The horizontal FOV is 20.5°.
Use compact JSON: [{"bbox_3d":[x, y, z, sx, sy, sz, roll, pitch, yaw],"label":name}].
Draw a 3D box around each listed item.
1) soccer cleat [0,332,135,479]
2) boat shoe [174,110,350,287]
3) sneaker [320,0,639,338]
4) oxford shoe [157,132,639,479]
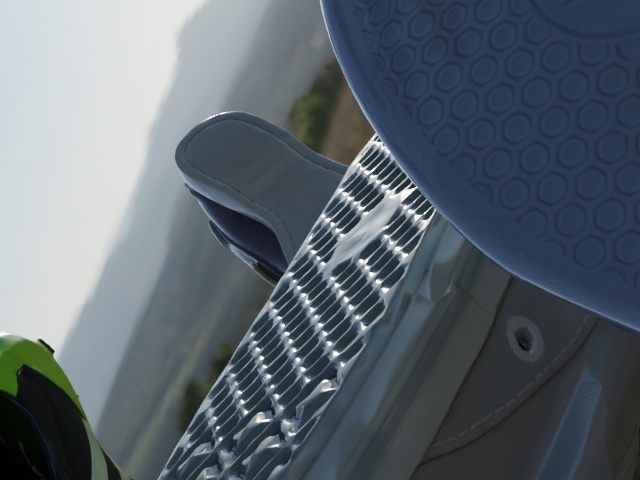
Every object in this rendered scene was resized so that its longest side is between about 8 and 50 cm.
[{"bbox_3d":[-0.093,0.117,0.710,0.060,0.179,0.072,-38,4,22],"label":"soccer cleat"},{"bbox_3d":[0.000,0.000,1.473,0.116,0.324,0.096,-39,-43,-19],"label":"boat shoe"},{"bbox_3d":[0.130,-0.001,0.372,0.147,0.296,0.104,25,-83,-56],"label":"sneaker"},{"bbox_3d":[0.088,-0.004,0.655,0.169,0.130,0.449,-33,19,48],"label":"oxford shoe"}]
